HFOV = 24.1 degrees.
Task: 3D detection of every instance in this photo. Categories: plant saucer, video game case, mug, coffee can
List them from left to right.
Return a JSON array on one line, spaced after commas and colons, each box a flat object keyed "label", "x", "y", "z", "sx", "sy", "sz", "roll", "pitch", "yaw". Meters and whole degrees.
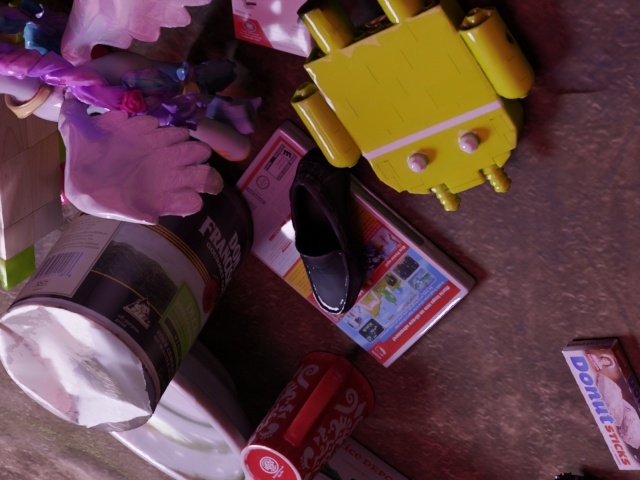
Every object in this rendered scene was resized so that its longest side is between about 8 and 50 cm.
[{"label": "coffee can", "x": -0.223, "y": 0.054, "z": 1.742, "sx": 0.201, "sy": 0.275, "sz": 0.201, "roll": 15, "pitch": 136, "yaw": 15}, {"label": "plant saucer", "x": -0.223, "y": 0.187, "z": 2.011, "sx": 0.400, "sy": 0.100, "sz": 0.400, "roll": 30, "pitch": 154, "yaw": 17}, {"label": "mug", "x": -0.023, "y": 0.222, "z": 1.881, "sx": 0.113, "sy": 0.169, "sz": 0.150, "roll": 14, "pitch": 133, "yaw": 28}, {"label": "video game case", "x": 0.021, "y": 0.009, "z": 1.771, "sx": 0.285, "sy": 0.025, "sz": 0.204, "roll": 41, "pitch": 139, "yaw": 0}]

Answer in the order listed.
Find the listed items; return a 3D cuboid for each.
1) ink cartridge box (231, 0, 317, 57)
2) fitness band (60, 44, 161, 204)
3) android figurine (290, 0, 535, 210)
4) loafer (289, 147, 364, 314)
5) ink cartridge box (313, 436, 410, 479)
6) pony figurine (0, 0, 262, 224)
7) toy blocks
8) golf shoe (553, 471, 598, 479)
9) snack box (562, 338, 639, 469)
[{"label": "ink cartridge box", "x": -0.041, "y": -0.268, "z": 1.549, "sx": 0.099, "sy": 0.056, "sz": 0.135, "roll": 18, "pitch": 135, "yaw": 25}, {"label": "fitness band", "x": -0.292, "y": -0.139, "z": 1.857, "sx": 0.209, "sy": 0.054, "sz": 0.291, "roll": -16, "pitch": 116, "yaw": 41}, {"label": "android figurine", "x": 0.097, "y": -0.147, "z": 1.521, "sx": 0.248, "sy": 0.056, "sz": 0.273, "roll": -19, "pitch": 117, "yaw": 30}, {"label": "loafer", "x": 0.000, "y": 0.000, "z": 1.699, "sx": 0.076, "sy": 0.078, "sz": 0.223, "roll": 15, "pitch": 133, "yaw": 26}, {"label": "ink cartridge box", "x": 0.000, "y": 0.360, "z": 1.950, "sx": 0.160, "sy": 0.219, "sz": 0.092, "roll": 35, "pitch": 136, "yaw": 4}, {"label": "pony figurine", "x": -0.217, "y": -0.156, "z": 1.553, "sx": 0.351, "sy": 0.363, "sz": 0.302, "roll": 0, "pitch": 84, "yaw": 26}, {"label": "toy blocks", "x": -0.439, "y": -0.163, "z": 1.795, "sx": 0.261, "sy": 0.191, "sz": 0.381, "roll": 29, "pitch": 136, "yaw": 27}, {"label": "golf shoe", "x": 0.350, "y": 0.358, "z": 1.796, "sx": 0.198, "sy": 0.077, "sz": 0.094, "roll": 34, "pitch": 139, "yaw": 8}, {"label": "snack box", "x": 0.336, "y": 0.187, "z": 1.695, "sx": 0.064, "sy": 0.022, "sz": 0.178, "roll": -7, "pitch": 121, "yaw": 42}]
